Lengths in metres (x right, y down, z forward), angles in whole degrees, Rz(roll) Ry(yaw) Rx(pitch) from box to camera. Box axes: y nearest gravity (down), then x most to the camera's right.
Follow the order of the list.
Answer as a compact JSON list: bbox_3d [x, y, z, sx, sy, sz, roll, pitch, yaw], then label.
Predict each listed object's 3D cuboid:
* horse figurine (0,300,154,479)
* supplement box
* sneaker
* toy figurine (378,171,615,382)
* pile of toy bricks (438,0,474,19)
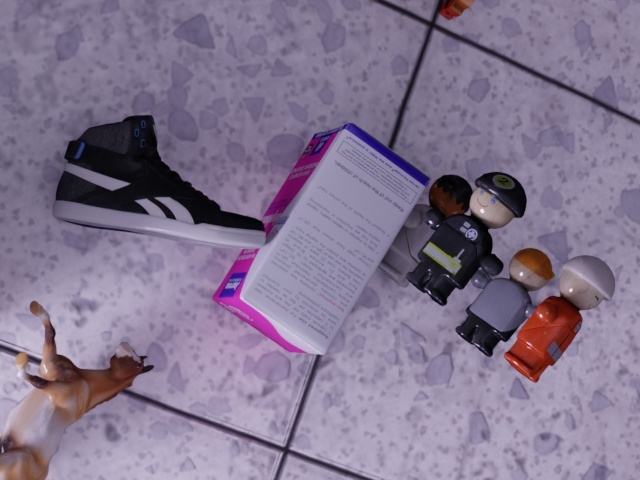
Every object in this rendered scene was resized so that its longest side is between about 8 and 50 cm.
[{"bbox_3d":[-0.287,0.180,1.555,0.066,0.174,0.263,26,73,28],"label":"horse figurine"},{"bbox_3d":[0.000,0.000,1.674,0.114,0.111,0.220,34,76,-16],"label":"supplement box"},{"bbox_3d":[-0.155,-0.063,1.611,0.217,0.079,0.121,10,85,-1],"label":"sneaker"},{"bbox_3d":[0.182,0.027,1.688,0.213,0.209,0.148,39,87,-14],"label":"toy figurine"},{"bbox_3d":[0.173,-0.348,1.759,0.118,0.105,0.212,35,76,-16],"label":"pile of toy bricks"}]
